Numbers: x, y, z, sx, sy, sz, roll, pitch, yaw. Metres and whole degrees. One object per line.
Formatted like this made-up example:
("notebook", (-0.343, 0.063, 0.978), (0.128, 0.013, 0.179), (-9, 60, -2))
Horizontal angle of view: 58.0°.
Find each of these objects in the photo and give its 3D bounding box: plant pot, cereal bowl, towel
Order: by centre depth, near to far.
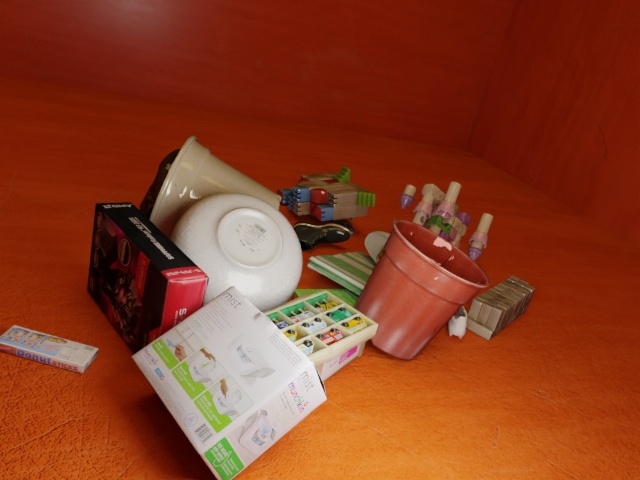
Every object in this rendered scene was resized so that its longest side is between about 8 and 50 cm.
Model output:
("cereal bowl", (-0.193, 0.023, 1.411), (0.339, 0.141, 0.339), (11, 60, -20))
("plant pot", (0.225, 0.130, 1.427), (0.272, 0.265, 0.272), (28, 19, -11))
("plant pot", (-0.290, -0.087, 1.660), (0.305, 0.334, 0.334), (23, 21, -8))
("towel", (0.135, 0.103, 1.741), (0.248, 0.038, 0.325), (28, 15, 26))

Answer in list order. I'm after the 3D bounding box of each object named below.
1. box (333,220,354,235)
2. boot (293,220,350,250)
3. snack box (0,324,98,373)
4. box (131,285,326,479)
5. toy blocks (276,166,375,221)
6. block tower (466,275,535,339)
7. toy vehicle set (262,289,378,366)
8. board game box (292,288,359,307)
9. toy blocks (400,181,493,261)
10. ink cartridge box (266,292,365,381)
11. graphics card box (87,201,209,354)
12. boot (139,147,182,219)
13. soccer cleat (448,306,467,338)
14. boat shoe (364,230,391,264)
("box", (0.085, -0.048, 2.144), (0.067, 0.018, 0.083), (9, 23, -13))
("boot", (0.000, 0.000, 1.923), (0.198, 0.077, 0.137), (2, 26, 4))
("snack box", (-0.534, 0.211, 1.130), (0.178, 0.022, 0.064), (15, 23, 1))
("box", (-0.164, 0.240, 1.024), (0.231, 0.127, 0.262), (-36, 46, -21))
("toy blocks", (-0.004, -0.165, 2.174), (0.261, 0.191, 0.381), (-9, 23, -25))
("block tower", (0.552, 0.196, 1.758), (0.091, 0.097, 0.335), (27, 26, 30))
("toy vehicle set", (-0.017, 0.191, 1.254), (0.166, 0.035, 0.267), (30, 28, 32))
("board game box", (0.063, 0.174, 1.578), (0.259, 0.039, 0.124), (0, 26, -28))
("toy blocks", (0.414, -0.032, 2.107), (0.288, 0.260, 0.309), (34, -18, -35))
("ink cartridge box", (-0.028, 0.225, 1.332), (0.193, 0.088, 0.234), (25, 24, 26))
("graphics card box", (-0.382, 0.092, 1.234), (0.094, 0.233, 0.371), (-6, 31, -40))
("boot", (-0.471, -0.168, 1.784), (0.090, 0.248, 0.207), (32, 0, -24))
("soccer cleat", (0.383, 0.205, 1.652), (0.068, 0.076, 0.196), (13, 22, -6))
("boat shoe", (0.220, 0.051, 1.749), (0.103, 0.113, 0.302), (17, 15, -39))
